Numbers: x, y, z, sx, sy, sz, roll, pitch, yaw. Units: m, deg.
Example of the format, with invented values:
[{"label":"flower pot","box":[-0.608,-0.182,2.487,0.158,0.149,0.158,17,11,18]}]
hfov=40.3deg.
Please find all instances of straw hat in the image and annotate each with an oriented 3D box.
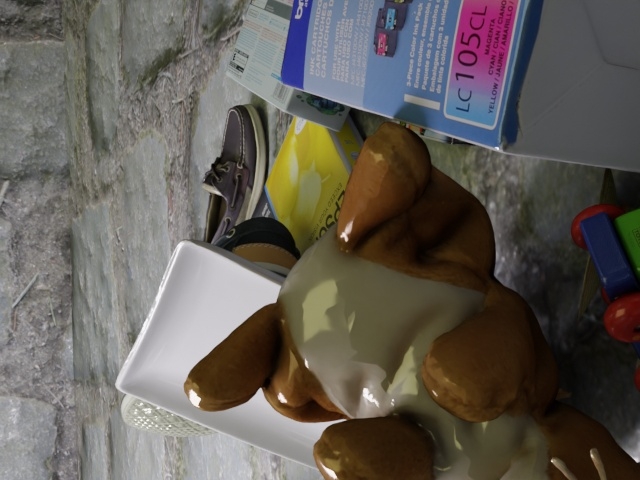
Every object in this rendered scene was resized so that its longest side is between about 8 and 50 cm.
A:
[{"label":"straw hat","box":[0.265,0.006,0.752,0.061,0.144,0.145,11,103,19]}]

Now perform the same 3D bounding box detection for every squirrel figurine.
[{"label":"squirrel figurine","box":[0.144,0.143,0.767,0.370,0.397,0.281,42,97,17]}]

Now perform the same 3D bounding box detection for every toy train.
[{"label":"toy train","box":[0.297,0.054,0.660,0.143,0.248,0.105,-23,45,19]}]

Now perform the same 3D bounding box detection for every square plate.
[{"label":"square plate","box":[-0.060,0.157,1.117,0.049,0.347,0.344,-75,13,-45]}]

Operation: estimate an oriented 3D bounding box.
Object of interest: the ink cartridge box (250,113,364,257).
[{"label":"ink cartridge box","box":[0.000,0.000,1.236,0.304,0.072,0.307,-61,38,41]}]

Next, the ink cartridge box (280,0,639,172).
[{"label":"ink cartridge box","box":[0.145,-0.169,0.758,0.395,0.269,0.151,29,111,58]}]

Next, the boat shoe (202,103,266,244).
[{"label":"boat shoe","box":[-0.155,-0.091,1.487,0.103,0.092,0.285,23,110,59]}]

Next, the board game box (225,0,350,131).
[{"label":"board game box","box":[0.002,-0.321,1.133,0.224,0.097,0.303,41,113,54]}]

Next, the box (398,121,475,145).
[{"label":"box","box":[0.146,-0.219,0.998,0.114,0.036,0.207,26,113,58]}]

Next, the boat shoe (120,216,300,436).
[{"label":"boat shoe","box":[-0.159,0.148,1.291,0.500,0.186,0.156,-53,27,43]}]
